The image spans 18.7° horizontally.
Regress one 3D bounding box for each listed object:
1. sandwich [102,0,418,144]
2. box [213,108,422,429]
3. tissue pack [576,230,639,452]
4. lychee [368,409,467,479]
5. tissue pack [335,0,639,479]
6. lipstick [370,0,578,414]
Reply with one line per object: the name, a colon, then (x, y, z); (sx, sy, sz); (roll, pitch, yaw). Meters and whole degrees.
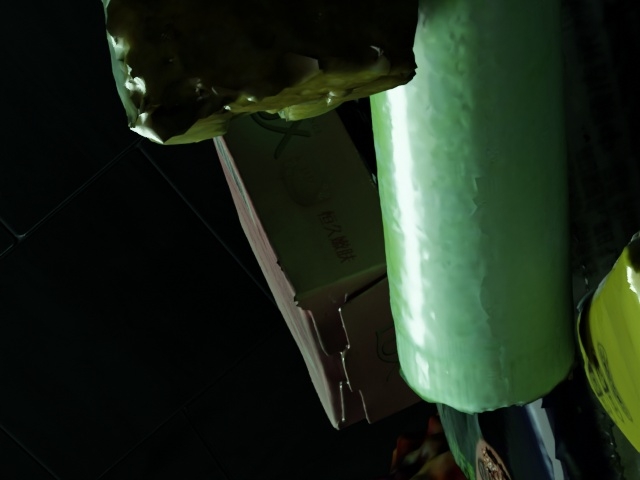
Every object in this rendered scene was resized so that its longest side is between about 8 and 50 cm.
sandwich: (-0.055, -0.180, 0.636); (0.271, 0.099, 0.301); (176, 80, -82)
box: (0.000, 0.000, 0.907); (0.111, 0.060, 0.156); (77, 171, -52)
tissue pack: (0.190, 0.053, 0.667); (0.192, 0.134, 0.271); (49, 179, 9)
lychee: (0.177, 0.288, 1.321); (0.500, 0.425, 0.424); (9, 149, 41)
tissue pack: (0.089, -0.002, 0.936); (0.245, 0.123, 0.332); (-138, 28, -66)
lipstick: (0.052, -0.067, 0.700); (0.076, 0.076, 0.304); (48, 154, 48)
